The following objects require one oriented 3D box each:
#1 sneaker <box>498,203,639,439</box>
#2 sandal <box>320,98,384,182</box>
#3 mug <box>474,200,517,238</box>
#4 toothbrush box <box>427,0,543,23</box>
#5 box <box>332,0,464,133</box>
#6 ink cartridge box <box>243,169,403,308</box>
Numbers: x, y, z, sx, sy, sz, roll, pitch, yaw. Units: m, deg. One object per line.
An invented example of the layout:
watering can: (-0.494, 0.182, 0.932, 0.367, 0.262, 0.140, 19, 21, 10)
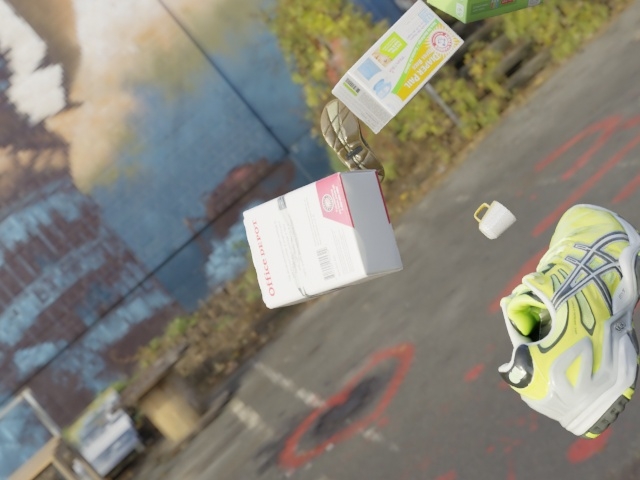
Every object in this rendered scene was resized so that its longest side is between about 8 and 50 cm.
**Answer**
sneaker: (0.312, 0.066, 1.516, 0.145, 0.147, 0.384, -55, 12, 36)
sandal: (0.060, -0.180, 2.269, 0.072, 0.180, 0.049, -32, 4, 8)
mug: (0.356, -0.039, 2.481, 0.064, 0.062, 0.078, -49, 17, -2)
toothbrush box: (0.326, -0.574, 2.263, 0.206, 0.122, 0.283, -20, -48, -29)
box: (0.136, -0.302, 2.105, 0.203, 0.114, 0.103, -48, 2, -20)
ink cartridge box: (0.000, 0.000, 1.986, 0.100, 0.172, 0.237, -8, -9, -46)
